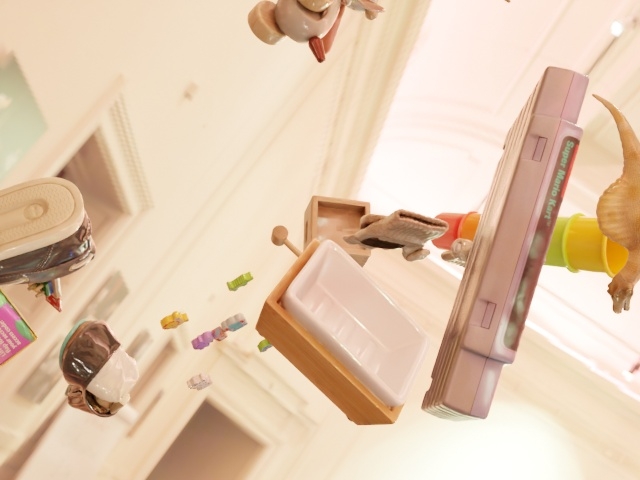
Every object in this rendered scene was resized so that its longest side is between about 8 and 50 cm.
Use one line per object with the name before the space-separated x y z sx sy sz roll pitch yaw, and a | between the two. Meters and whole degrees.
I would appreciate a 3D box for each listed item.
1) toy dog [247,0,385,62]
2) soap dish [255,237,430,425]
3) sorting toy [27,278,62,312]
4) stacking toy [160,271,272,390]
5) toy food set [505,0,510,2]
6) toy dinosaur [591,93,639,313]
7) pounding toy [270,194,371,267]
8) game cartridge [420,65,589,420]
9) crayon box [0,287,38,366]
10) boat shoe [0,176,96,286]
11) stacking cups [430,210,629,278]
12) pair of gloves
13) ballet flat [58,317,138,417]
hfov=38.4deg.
toy dog | 0.029 -0.424 1.742 0.161 0.334 0.220 62 -30 1
soap dish | 0.039 0.158 1.567 0.291 0.229 0.118 44 -56 -5
sorting toy | -0.574 0.053 1.807 0.132 0.046 0.274 39 -32 16
stacking toy | -0.208 0.185 1.877 0.167 0.221 0.052 63 12 24
toy food set | 0.226 -0.446 1.323 0.192 0.039 0.132 53 6 -36
toy dinosaur | 0.264 -0.033 0.732 0.093 0.183 0.053 0 -6 -4
pounding toy | -0.006 0.008 1.903 0.206 0.181 0.094 6 -26 -11
game cartridge | 0.193 0.017 0.969 0.068 0.354 0.230 19 -10 0
crayon box | -0.726 0.070 1.835 0.363 0.106 0.313 55 -19 -13
boat shoe | -0.302 0.017 0.747 0.079 0.233 0.084 91 -16 -58
stacking cups | 0.305 -0.006 1.400 0.316 0.096 0.096 7 -32 41
pair of gloves | 0.168 0.014 1.247 0.240 0.042 0.204 16 -8 -19
ballet flat | -0.305 0.187 1.293 0.096 0.095 0.280 34 -25 3
